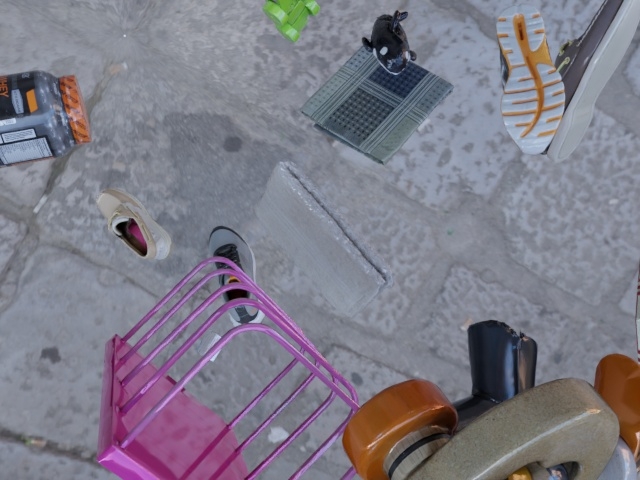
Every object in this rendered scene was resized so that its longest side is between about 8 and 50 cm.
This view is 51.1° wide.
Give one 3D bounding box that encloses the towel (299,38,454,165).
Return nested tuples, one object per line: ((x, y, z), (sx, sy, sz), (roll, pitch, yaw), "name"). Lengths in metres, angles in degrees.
((0.150, -0.377, 1.826), (0.324, 0.312, 0.056), (-47, 156, -16), "towel")

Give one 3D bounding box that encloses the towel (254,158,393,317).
((0.000, 0.000, 1.166), (0.049, 0.187, 0.282), (-37, 82, -30), "towel")

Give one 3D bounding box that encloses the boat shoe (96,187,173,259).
((-0.318, -0.029, 1.106), (0.170, 0.059, 0.063), (37, 114, 20), "boat shoe")

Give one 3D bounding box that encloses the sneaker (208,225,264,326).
((-0.197, 0.069, 1.537), (0.100, 0.271, 0.108), (-23, 148, -1), "sneaker")

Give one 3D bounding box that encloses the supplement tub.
((-0.719, -0.275, 1.543), (0.338, 0.207, 0.207), (-13, 110, -13), "supplement tub")

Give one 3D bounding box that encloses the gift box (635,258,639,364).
((0.810, 0.175, 1.406), (0.258, 0.255, 0.276), (0, 130, 28), "gift box")

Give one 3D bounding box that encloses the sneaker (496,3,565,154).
((0.294, -0.221, 0.943), (0.084, 0.083, 0.214), (-4, 77, 14), "sneaker")

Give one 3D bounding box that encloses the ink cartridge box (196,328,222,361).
((-0.205, 0.199, 1.267), (0.028, 0.083, 0.048), (34, 80, -15), "ink cartridge box")

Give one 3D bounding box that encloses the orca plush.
((0.202, -0.548, 1.741), (0.151, 0.287, 0.102), (25, 132, -1), "orca plush")

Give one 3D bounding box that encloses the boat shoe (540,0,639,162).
((0.457, -0.298, 1.186), (0.117, 0.097, 0.324), (-20, 138, -40), "boat shoe")

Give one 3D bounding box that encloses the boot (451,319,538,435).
((0.229, 0.221, 1.011), (0.247, 0.094, 0.207), (16, 61, -22), "boot")

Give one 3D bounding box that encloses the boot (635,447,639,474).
((0.354, 0.290, 0.882), (0.305, 0.115, 0.112), (-13, 133, -53), "boot")

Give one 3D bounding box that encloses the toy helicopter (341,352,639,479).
((0.155, 0.229, 0.543), (0.235, 0.140, 0.354), (-21, 135, -17), "toy helicopter")

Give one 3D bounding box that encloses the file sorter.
((-0.092, 0.155, 0.714), (0.182, 0.291, 0.202), (-46, 109, -4), "file sorter")

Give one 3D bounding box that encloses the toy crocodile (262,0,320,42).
((-0.085, -0.580, 1.645), (0.105, 0.340, 0.115), (38, 94, 7), "toy crocodile")
